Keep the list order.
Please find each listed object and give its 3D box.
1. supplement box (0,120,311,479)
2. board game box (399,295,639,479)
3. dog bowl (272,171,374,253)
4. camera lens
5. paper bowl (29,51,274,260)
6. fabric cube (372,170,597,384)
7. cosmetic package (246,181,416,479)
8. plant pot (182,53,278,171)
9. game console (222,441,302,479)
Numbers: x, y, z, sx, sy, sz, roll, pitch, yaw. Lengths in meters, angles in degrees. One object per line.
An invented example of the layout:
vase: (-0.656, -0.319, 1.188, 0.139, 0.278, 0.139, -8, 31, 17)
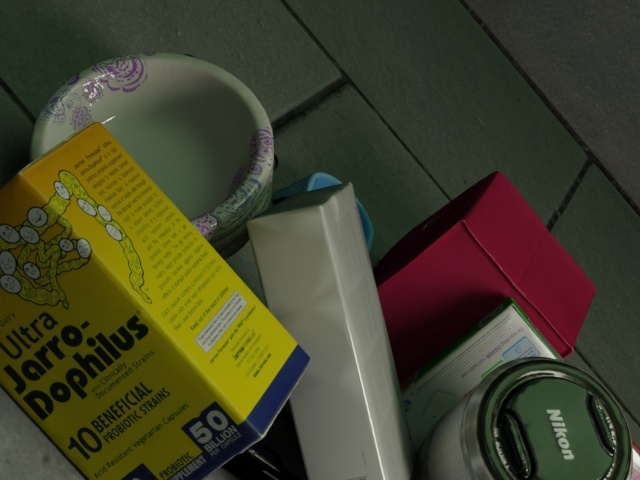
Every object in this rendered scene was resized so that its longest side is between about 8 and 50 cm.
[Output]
supplement box: (-0.215, 0.086, 1.570, 0.356, 0.194, 0.195, 48, 25, -5)
board game box: (0.274, 0.275, 2.080, 0.316, 0.242, 0.064, 50, 9, -3)
dog bowl: (0.000, 0.000, 2.198, 0.166, 0.074, 0.297, 45, 26, -13)
camera lens: (0.249, 0.285, 1.880, 0.219, 0.274, 0.219, 7, 64, -14)
paper bowl: (-0.199, -0.077, 1.783, 0.284, 0.148, 0.284, 2, 56, -3)
fabric cube: (0.227, 0.092, 2.245, 0.259, 0.254, 0.258, 50, 26, -3)
cosmetic package: (0.022, 0.132, 1.783, 0.284, 0.097, 0.377, -35, 112, -77)
plant pot: (-0.163, -0.116, 1.972, 0.188, 0.187, 0.167, 53, 13, 4)
game console: (-0.068, 0.250, 1.745, 0.122, 0.107, 0.071, 37, 56, -27)
